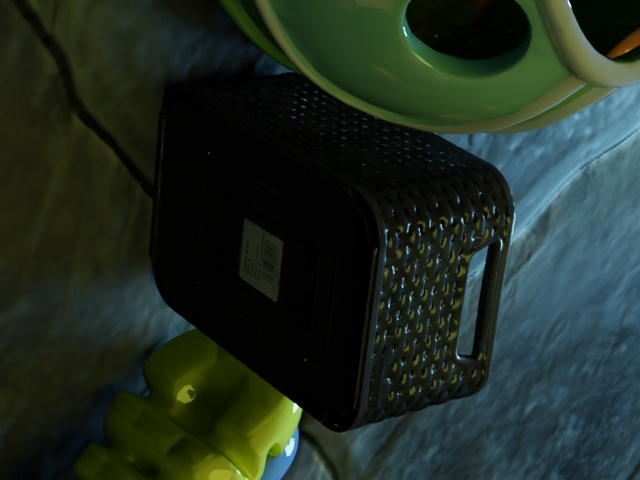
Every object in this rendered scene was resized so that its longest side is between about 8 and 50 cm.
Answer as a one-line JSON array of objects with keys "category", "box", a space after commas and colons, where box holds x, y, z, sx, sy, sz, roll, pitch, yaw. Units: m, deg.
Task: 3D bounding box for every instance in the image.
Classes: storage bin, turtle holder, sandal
[{"category": "storage bin", "box": [0.000, 0.000, 0.890, 0.084, 0.180, 0.122, -11, 119, -35]}, {"category": "turtle holder", "box": [0.067, -0.197, 0.808, 0.243, 0.227, 0.320, -21, 125, -30]}, {"category": "sandal", "box": [-0.118, 0.192, 0.941, 0.317, 0.126, 0.138, -38, 136, -17]}]
